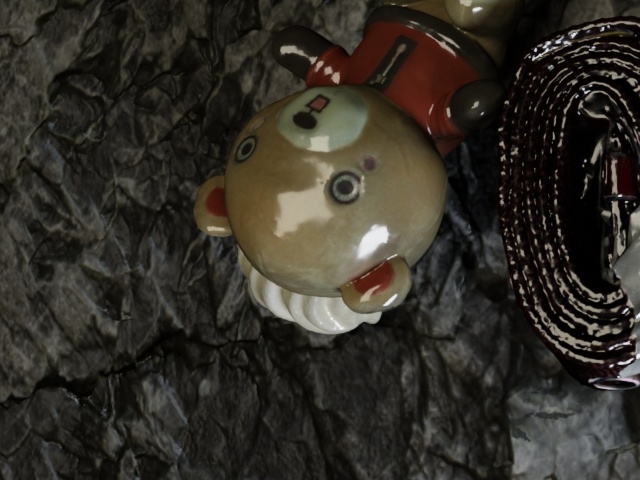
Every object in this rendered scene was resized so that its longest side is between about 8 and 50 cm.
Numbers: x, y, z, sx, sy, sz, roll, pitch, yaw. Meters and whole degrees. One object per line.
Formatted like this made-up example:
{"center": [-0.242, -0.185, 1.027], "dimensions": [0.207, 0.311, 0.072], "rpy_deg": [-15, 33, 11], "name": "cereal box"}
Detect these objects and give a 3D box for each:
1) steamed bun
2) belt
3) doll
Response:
{"center": [0.000, 0.000, 1.743], "dimensions": [0.183, 0.106, 0.183], "rpy_deg": [-3, 86, 40], "name": "steamed bun"}
{"center": [0.241, -0.024, 1.526], "dimensions": [0.184, 0.164, 0.289], "rpy_deg": [-3, 75, 18], "name": "belt"}
{"center": [0.047, -0.099, 1.622], "dimensions": [0.235, 0.174, 0.330], "rpy_deg": [27, 74, 28], "name": "doll"}
